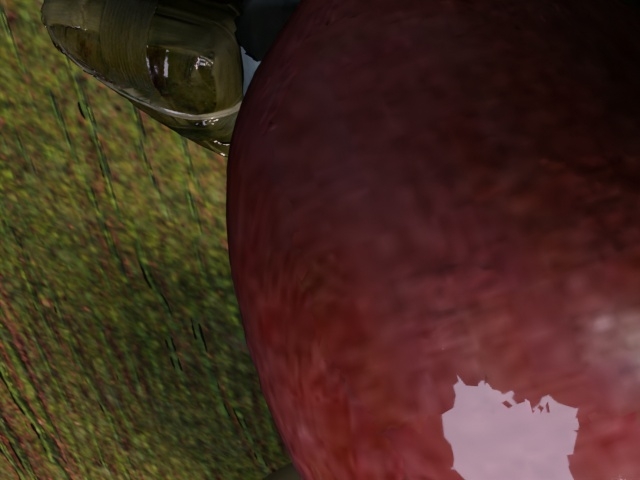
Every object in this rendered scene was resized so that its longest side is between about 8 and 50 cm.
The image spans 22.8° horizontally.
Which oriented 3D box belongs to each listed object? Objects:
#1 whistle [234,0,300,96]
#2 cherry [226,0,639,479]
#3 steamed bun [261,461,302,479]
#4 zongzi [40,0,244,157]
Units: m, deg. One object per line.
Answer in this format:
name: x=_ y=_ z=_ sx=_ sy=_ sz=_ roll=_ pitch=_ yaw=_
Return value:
whistle: x=0.000 y=0.000 z=0.816 sx=0.062 sy=0.062 sz=0.312 roll=19 pitch=145 yaw=19
cherry: x=0.079 y=0.016 z=0.608 sx=0.221 sy=0.261 sz=0.307 roll=-30 pitch=96 yaw=9
steamed bun: x=0.075 y=0.237 z=0.924 sx=0.324 sy=0.206 sz=0.324 roll=16 pitch=151 yaw=9
zongzi: x=-0.080 y=-0.081 z=0.788 sx=0.109 sy=0.055 sz=0.119 roll=21 pitch=157 yaw=20
